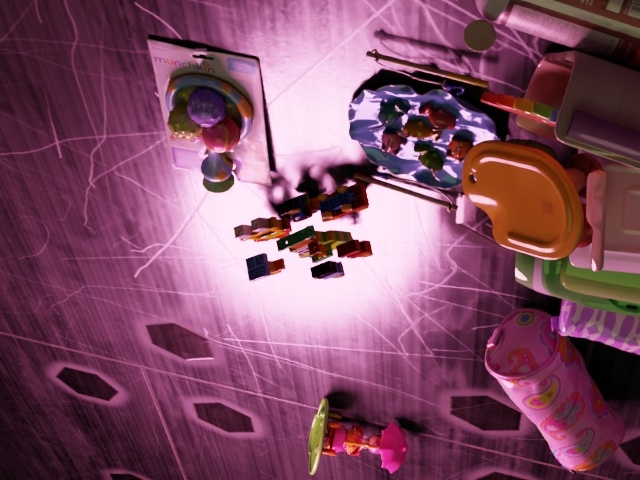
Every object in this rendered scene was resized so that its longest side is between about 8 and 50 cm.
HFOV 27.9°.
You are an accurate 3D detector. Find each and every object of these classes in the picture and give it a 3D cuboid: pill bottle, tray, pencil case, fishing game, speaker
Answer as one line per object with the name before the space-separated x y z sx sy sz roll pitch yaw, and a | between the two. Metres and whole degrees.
pill bottle | 0.212 -0.238 1.142 0.221 0.121 0.121 19 150 2
tray | 0.402 -0.027 1.363 0.270 0.145 0.030 6 -171 18
pencil case | 0.397 0.111 1.632 0.206 0.086 0.088 18 130 3
fishing game | 0.117 -0.111 1.481 0.189 0.041 0.264 18 151 4
speaker | 0.377 0.021 1.463 0.297 0.131 0.131 10 148 15
pencil case | 0.329 0.214 1.808 0.124 0.124 0.284 -3 144 32

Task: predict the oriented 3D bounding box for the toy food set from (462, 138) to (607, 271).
toy food set | 0.250 -0.050 1.393 0.218 0.071 0.128 21 128 51

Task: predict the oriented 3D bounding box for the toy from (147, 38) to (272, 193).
toy | -0.137 -0.135 1.567 0.137 0.056 0.237 11 149 10

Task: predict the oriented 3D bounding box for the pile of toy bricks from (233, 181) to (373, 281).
pile of toy bricks | 0.000 0.000 1.681 0.212 0.118 0.105 -21 164 36

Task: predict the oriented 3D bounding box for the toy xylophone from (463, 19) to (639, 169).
toy xylophone | 0.238 -0.132 1.223 0.236 0.081 0.323 20 -172 8

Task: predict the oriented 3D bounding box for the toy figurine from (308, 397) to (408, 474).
toy figurine | 0.068 0.346 2.191 0.159 0.130 0.173 12 172 -5
